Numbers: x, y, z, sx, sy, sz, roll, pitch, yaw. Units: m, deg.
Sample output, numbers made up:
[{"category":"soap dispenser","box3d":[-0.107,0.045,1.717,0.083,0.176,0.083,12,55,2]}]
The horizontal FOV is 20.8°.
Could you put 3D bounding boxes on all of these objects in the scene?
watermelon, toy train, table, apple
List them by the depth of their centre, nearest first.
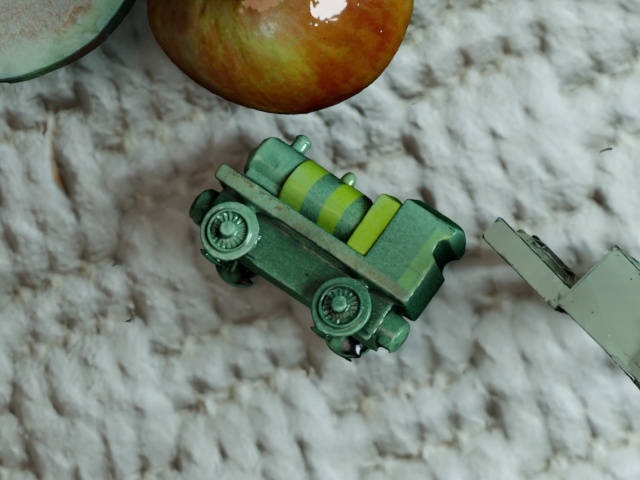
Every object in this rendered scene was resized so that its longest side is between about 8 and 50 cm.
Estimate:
[{"category":"table","box3d":[0.205,0.041,1.227,0.062,0.146,0.175,-45,75,8]},{"category":"apple","box3d":[-0.025,-0.176,1.303,0.195,0.173,0.160,-24,76,14]},{"category":"toy train","box3d":[0.000,0.000,1.330,0.200,0.083,0.132,34,83,16]},{"category":"watermelon","box3d":[-0.243,-0.238,1.363,0.305,0.180,0.224,9,75,17]}]
